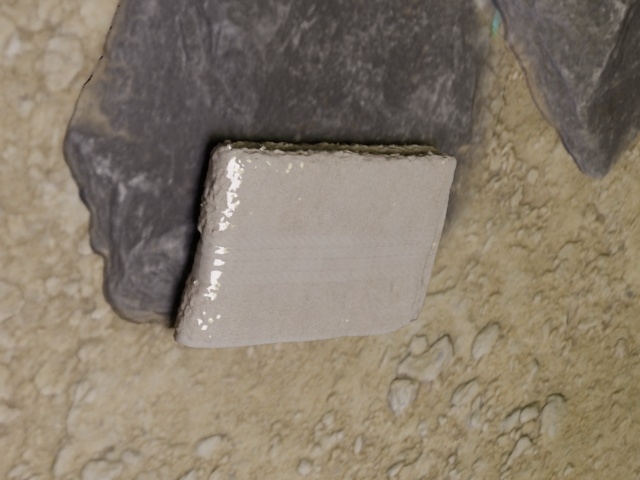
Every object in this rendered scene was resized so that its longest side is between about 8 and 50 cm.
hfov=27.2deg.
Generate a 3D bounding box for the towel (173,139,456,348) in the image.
[{"bbox_3d":[0.000,0.000,1.205,0.282,0.049,0.187,-1,110,-40],"label":"towel"}]
